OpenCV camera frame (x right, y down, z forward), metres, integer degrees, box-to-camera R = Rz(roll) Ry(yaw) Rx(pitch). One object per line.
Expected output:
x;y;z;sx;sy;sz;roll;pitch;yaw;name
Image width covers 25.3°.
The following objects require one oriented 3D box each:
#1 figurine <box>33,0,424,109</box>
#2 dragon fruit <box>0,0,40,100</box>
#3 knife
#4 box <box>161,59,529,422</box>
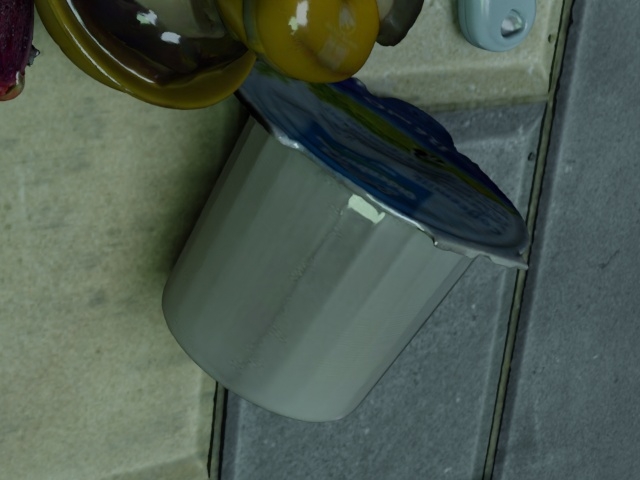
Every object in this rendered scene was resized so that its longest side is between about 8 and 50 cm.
-0.078;-0.165;0.922;0.192;0.257;0.167;23;90;-47;figurine
-0.233;-0.149;0.931;0.126;0.068;0.112;71;25;-57;dragon fruit
0.140;-0.314;1.161;0.080;0.044;0.331;-21;119;-26;knife
0.000;0.000;1.113;0.262;0.291;0.206;33;109;-1;box
